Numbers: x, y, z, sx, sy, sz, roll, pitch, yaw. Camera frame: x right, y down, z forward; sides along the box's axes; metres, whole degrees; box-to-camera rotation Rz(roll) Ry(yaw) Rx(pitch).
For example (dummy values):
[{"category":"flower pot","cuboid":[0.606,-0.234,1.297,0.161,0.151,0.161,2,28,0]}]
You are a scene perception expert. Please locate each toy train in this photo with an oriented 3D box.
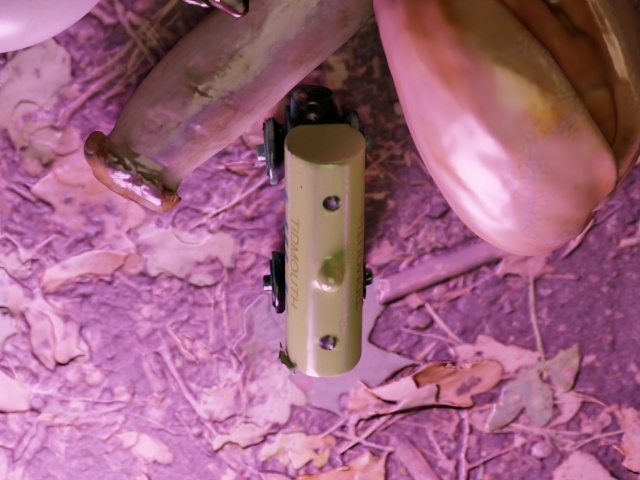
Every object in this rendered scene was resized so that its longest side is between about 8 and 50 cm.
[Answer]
[{"category":"toy train","cuboid":[0.000,0.000,1.639,0.105,0.157,0.253,-2,118,-5]}]

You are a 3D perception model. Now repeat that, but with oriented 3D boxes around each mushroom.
[{"category":"mushroom","cuboid":[-0.072,-0.148,1.601,0.312,0.081,0.100,-43,117,12]}]

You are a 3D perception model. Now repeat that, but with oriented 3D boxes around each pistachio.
[{"category":"pistachio","cuboid":[0.162,-0.129,1.563,0.230,0.230,0.309,-25,114,8]}]

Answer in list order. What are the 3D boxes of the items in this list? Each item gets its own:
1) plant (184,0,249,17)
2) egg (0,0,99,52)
[{"category":"plant","cuboid":[-0.172,-0.300,1.465,0.333,0.180,0.251,4,74,9]},{"category":"egg","cuboid":[-0.264,-0.224,1.497,0.209,0.151,0.151,-4,119,-18]}]
